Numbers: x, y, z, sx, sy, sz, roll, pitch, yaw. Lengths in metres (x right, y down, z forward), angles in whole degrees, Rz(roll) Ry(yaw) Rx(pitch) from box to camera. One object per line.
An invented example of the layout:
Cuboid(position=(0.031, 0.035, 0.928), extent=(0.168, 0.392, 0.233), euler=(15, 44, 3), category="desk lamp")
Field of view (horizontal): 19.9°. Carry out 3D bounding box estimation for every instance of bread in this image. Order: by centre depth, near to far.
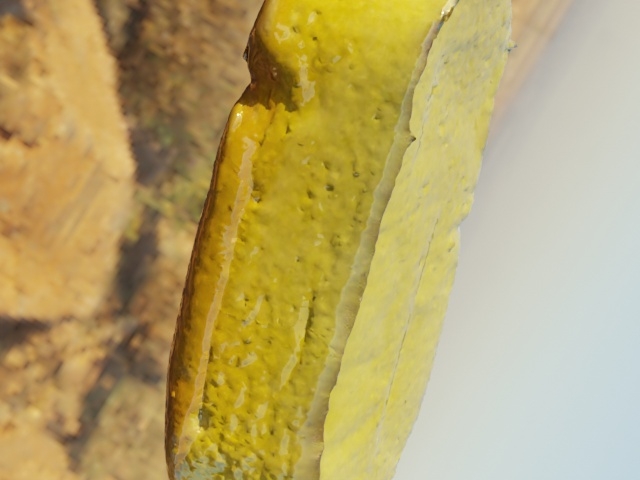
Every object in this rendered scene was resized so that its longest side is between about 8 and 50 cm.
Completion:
Cuboid(position=(0.000, 0.000, 0.711), extent=(0.102, 0.094, 0.245), euler=(-27, 133, -64), category="bread")
